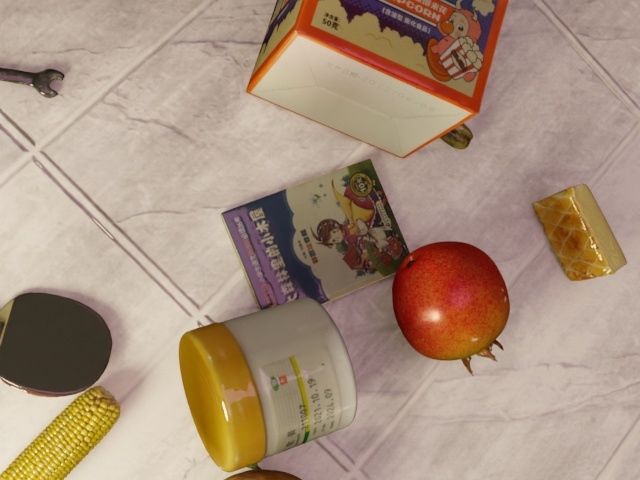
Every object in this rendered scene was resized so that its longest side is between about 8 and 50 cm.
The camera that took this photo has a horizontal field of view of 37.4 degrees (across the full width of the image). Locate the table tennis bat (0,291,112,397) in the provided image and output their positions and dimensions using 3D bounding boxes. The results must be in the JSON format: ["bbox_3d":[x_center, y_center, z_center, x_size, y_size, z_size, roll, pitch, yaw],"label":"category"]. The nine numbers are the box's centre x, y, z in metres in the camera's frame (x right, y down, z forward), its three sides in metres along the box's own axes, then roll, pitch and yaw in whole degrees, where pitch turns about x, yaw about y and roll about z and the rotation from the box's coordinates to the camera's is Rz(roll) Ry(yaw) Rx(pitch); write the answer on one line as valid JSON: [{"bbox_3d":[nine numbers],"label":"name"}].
[{"bbox_3d":[-0.492,0.158,1.541,0.301,0.022,0.173,15,64,-13],"label":"table tennis bat"}]

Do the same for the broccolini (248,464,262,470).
[{"bbox_3d":[-0.115,0.388,1.649,0.140,0.030,0.035,45,34,-12],"label":"broccolini"}]

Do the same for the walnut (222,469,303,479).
[{"bbox_3d":[-0.090,0.463,1.571,0.197,0.165,0.165,-1,81,-19],"label":"walnut"}]

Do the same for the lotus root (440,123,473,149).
[{"bbox_3d":[0.257,-0.220,1.870,0.099,0.049,0.054,36,79,-11],"label":"lotus root"}]

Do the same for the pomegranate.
[{"bbox_3d":[0.245,0.123,1.721,0.221,0.221,0.257,-40,111,-21],"label":"pomegranate"}]

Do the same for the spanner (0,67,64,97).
[{"bbox_3d":[-0.568,-0.287,1.610,0.254,0.015,0.054,7,78,-18],"label":"spanner"}]

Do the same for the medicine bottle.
[{"bbox_3d":[-0.089,0.235,1.567,0.232,0.238,0.238,-15,86,-22],"label":"medicine bottle"}]

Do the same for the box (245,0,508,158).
[{"bbox_3d":[0.096,-0.355,1.694,0.348,0.318,0.257,21,73,-14],"label":"box"}]

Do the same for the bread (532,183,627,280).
[{"bbox_3d":[0.512,-0.014,1.884,0.068,0.125,0.188,-27,91,-29],"label":"bread"}]

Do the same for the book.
[{"bbox_3d":[0.000,0.000,1.758,0.322,0.018,0.228,-22,88,-22],"label":"book"}]

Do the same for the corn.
[{"bbox_3d":[-0.423,0.338,1.515,0.081,0.081,0.248,46,68,-7],"label":"corn"}]
